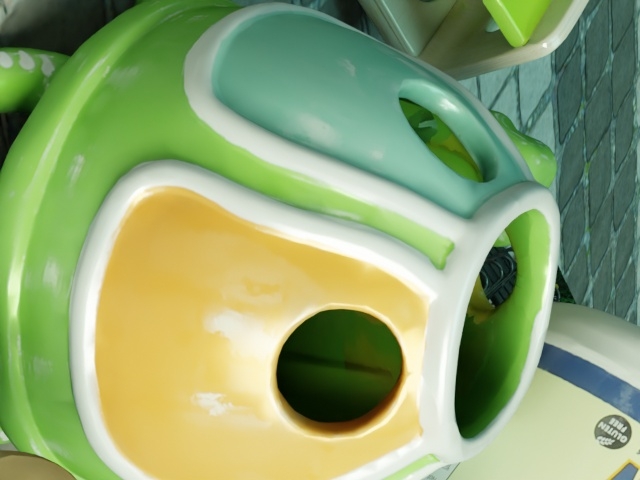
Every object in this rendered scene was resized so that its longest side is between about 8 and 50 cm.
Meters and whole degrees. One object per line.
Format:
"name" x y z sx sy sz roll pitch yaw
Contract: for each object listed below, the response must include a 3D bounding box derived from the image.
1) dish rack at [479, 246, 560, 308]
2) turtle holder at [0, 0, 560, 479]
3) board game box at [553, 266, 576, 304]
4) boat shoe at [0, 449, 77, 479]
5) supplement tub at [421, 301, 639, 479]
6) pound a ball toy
"dish rack" 0.134 0.062 1.109 0.208 0.074 0.271 58 28 6
"turtle holder" -0.007 0.017 0.721 0.320 0.227 0.243 26 77 -65
"board game box" 0.231 0.132 1.444 0.136 0.030 0.259 -110 -175 -45
"boat shoe" -0.151 0.208 0.516 0.104 0.089 0.285 22 78 -39
"supplement tub" 0.097 0.219 0.759 0.325 0.235 0.235 -50 148 -14
"pound a ball toy" 0.110 -0.281 0.991 0.208 0.136 0.319 54 48 -26
